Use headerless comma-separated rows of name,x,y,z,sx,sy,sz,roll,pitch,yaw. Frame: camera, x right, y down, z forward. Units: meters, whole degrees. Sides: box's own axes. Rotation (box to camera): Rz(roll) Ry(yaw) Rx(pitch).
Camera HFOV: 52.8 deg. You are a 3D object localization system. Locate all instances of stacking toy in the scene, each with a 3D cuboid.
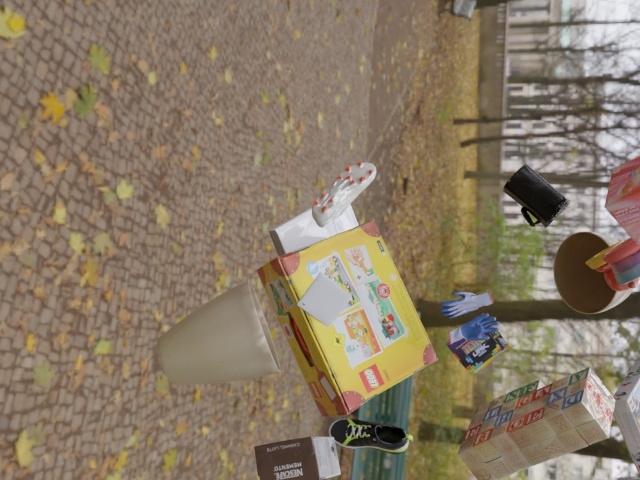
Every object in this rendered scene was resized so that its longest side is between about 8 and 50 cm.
stacking toy,0.893,0.034,1.743,0.130,0.279,0.309,59,9,10

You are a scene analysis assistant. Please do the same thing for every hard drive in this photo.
hard drive,0.000,0.000,2.221,0.353,0.047,0.233,-32,106,-40

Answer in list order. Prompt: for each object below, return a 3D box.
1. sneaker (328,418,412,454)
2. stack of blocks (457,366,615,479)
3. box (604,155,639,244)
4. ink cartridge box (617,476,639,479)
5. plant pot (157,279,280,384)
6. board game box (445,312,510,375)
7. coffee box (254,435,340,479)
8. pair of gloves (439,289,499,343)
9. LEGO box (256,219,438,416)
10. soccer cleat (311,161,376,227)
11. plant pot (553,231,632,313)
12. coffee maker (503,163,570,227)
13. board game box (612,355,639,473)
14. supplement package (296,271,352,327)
sneaker,0.138,0.529,1.793,0.097,0.234,0.084,88,10,-52
stack of blocks,0.440,0.369,1.318,0.087,0.297,0.171,52,35,0
box,0.817,-0.129,1.445,0.142,0.300,0.154,43,51,-15
ink cartridge box,0.766,0.593,1.574,0.115,0.062,0.029,27,60,-55
plant pot,-0.274,0.270,1.690,0.256,0.274,0.257,160,-90,-87
board game box,0.540,0.357,2.215,0.141,0.170,0.048,50,8,-3
coffee box,-0.049,0.521,1.521,0.246,0.141,0.098,51,26,-69
pair of gloves,0.440,0.225,1.904,0.023,0.159,0.198,-99,170,-61
LEGO box,0.084,0.236,2.020,0.372,0.193,0.500,-22,85,-30
soccer cleat,0.053,-0.109,1.494,0.196,0.068,0.076,-42,153,-20
plant pot,0.989,0.108,2.250,0.284,0.190,0.284,178,-90,-65
coffee maker,0.657,-0.144,1.954,0.120,0.178,0.171,-39,162,-20
board game box,0.860,0.446,1.700,0.305,0.053,0.193,-23,90,-48
supplement package,0.011,0.157,1.698,0.105,0.105,0.179,-53,175,-3
